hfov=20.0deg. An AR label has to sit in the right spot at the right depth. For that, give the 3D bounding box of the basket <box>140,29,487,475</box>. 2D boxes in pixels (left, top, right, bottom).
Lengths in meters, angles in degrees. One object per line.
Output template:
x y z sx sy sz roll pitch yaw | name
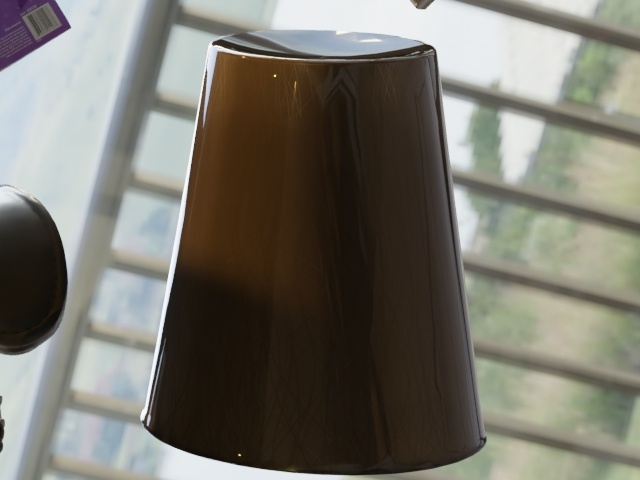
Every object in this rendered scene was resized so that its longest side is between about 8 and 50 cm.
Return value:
0.000 0.000 1.035 0.154 0.204 0.227 -48 -38 -71 | basket

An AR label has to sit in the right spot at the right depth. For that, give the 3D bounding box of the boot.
-0.235 0.060 1.223 0.263 0.091 0.229 46 146 43 | boot

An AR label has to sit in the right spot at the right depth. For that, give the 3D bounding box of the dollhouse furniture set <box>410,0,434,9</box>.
0.008 -0.229 0.666 0.242 0.212 0.161 -46 64 27 | dollhouse furniture set

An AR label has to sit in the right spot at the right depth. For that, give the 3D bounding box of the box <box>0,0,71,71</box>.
-0.356 -0.100 1.414 0.201 0.057 0.293 -22 13 43 | box
